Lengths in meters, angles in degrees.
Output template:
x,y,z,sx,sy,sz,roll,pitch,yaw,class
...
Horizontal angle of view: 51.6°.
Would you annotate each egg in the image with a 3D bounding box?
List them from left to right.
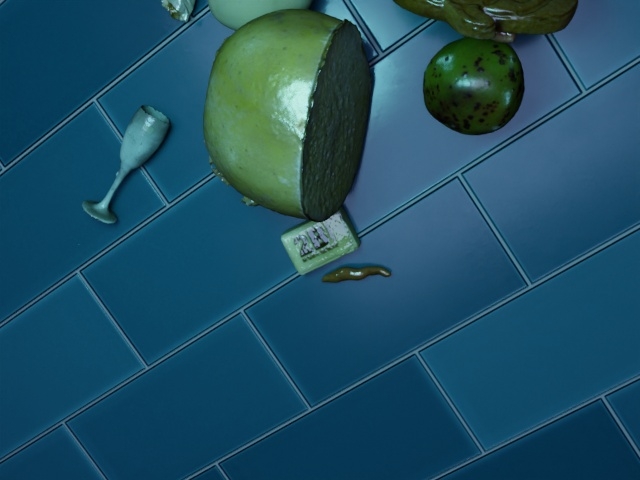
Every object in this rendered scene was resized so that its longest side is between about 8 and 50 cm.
x,y,z,sx,sy,sz,roll,pitch,yaw,class
-0.134,-0.559,1.487,0.254,0.188,0.188,-8,101,19,egg

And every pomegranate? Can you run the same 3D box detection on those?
x,y,z,sx,sy,sz,roll,pitch,yaw,class
0.338,-0.371,1.425,0.231,0.231,0.285,13,105,7,pomegranate

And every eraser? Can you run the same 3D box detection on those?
x,y,z,sx,sy,sz,roll,pitch,yaw,class
0.000,0.000,1.658,0.172,0.058,0.117,-25,98,14,eraser

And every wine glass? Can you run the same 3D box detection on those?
x,y,z,sx,sy,sz,roll,pitch,yaw,class
-0.469,-0.154,1.608,0.096,0.264,0.309,28,108,-27,wine glass

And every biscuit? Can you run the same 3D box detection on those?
x,y,z,sx,sy,sz,roll,pitch,yaw,class
0.326,-0.518,1.349,0.394,0.350,0.070,9,134,4,biscuit

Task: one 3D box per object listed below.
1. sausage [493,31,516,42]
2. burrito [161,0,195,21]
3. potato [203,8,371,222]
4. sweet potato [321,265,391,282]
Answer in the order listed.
x,y,z,sx,sy,sz,roll,pitch,yaw,class
0.319,-0.446,1.355,0.177,0.040,0.047,28,68,22,sausage
-0.316,-0.716,1.543,0.117,0.076,0.392,16,103,12,burrito
-0.089,-0.285,1.456,0.320,0.385,0.442,16,115,16,potato
0.088,0.085,1.671,0.179,0.044,0.044,-8,101,12,sweet potato
